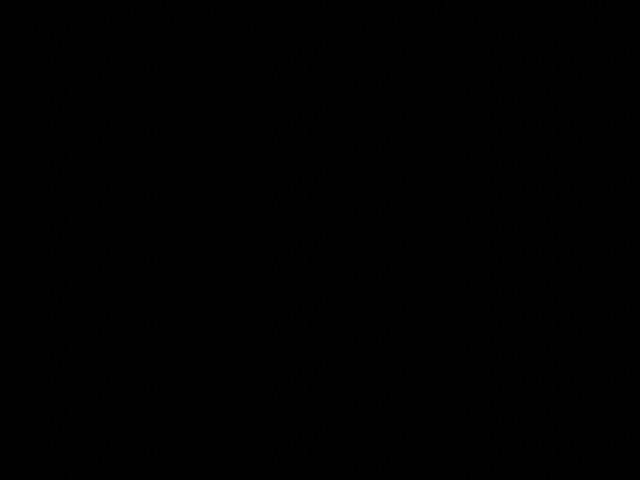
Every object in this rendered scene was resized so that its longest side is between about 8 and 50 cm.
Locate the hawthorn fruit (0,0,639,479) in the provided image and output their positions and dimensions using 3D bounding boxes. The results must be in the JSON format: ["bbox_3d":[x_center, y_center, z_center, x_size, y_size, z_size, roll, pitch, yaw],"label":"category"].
[{"bbox_3d":[0.009,-0.050,0.156,0.403,0.402,0.403,-19,6,2],"label":"hawthorn fruit"}]
